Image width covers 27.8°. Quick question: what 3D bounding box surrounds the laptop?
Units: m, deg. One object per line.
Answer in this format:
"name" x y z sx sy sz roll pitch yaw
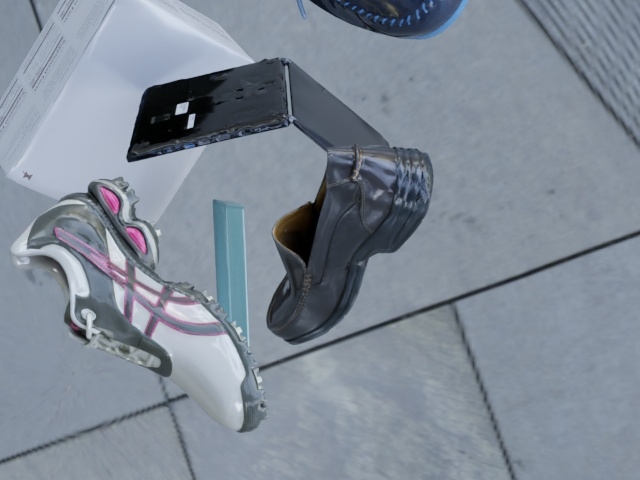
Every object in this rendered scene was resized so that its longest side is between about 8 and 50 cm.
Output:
"laptop" -0.057 -0.101 1.402 0.264 0.234 0.136 -13 113 2

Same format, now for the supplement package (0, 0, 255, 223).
"supplement package" -0.244 -0.173 1.565 0.204 0.145 0.262 26 105 -35

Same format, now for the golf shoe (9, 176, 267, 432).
"golf shoe" -0.159 0.076 1.145 0.120 0.105 0.273 -33 75 -30

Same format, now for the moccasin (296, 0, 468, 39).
"moccasin" -0.032 -0.271 1.016 0.342 0.117 0.137 40 104 26

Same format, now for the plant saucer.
"plant saucer" -0.103 0.048 1.517 0.018 0.067 0.192 -2 89 19

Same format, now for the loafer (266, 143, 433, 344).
"loafer" 0.000 0.000 0.745 0.061 0.170 0.062 16 45 -19
